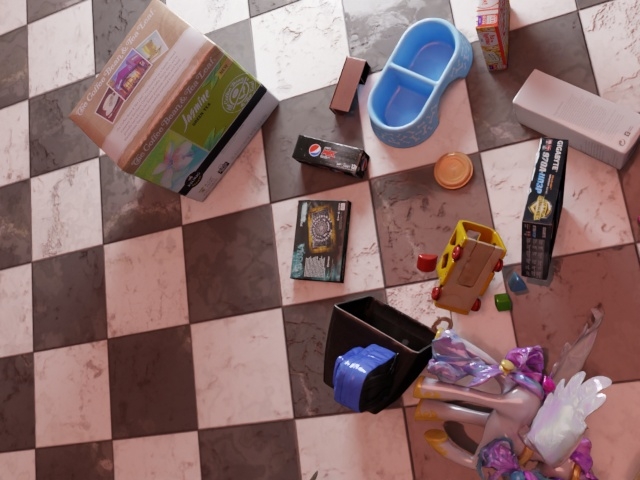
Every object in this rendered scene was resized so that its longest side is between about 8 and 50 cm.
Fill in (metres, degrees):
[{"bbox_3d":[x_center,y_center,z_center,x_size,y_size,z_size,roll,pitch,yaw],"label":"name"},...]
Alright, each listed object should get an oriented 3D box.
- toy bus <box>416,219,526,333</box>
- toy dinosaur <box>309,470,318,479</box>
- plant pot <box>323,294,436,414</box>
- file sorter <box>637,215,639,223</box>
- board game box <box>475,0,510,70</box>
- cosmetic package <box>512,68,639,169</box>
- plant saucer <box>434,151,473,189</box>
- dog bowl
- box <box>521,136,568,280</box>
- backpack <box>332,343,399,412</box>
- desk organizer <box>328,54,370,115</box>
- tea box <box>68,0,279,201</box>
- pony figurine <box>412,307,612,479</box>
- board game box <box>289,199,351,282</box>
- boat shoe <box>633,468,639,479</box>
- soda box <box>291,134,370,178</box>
[{"bbox_3d":[0.284,0.060,1.257,0.202,0.191,0.104,-23,28,13],"label":"toy bus"},{"bbox_3d":[-0.017,0.630,1.290,0.160,0.121,0.314,14,81,12],"label":"toy dinosaur"},{"bbox_3d":[0.111,0.233,1.266,0.187,0.188,0.167,28,105,24],"label":"plant pot"},{"bbox_3d":[0.729,-0.026,1.049,0.290,0.182,0.202,-25,72,16],"label":"file sorter"},{"bbox_3d":[0.351,-0.454,1.277,0.045,0.193,0.147,1,81,23],"label":"board game box"},{"bbox_3d":[0.498,-0.234,1.219,0.231,0.117,0.086,34,94,22],"label":"cosmetic package"},{"bbox_3d":[0.284,-0.150,1.347,0.083,0.013,0.084,-4,80,22],"label":"plant saucer"},{"bbox_3d":[0.211,-0.350,1.381,0.166,0.074,0.297,31,93,24],"label":"dog bowl"},{"bbox_3d":[0.406,-0.052,1.143,0.051,0.220,0.175,10,65,23],"label":"box"},{"bbox_3d":[0.070,0.248,1.123,0.101,0.120,0.098,13,108,29],"label":"backpack"},{"bbox_3d":[0.068,-0.354,1.455,0.050,0.047,0.130,18,88,22],"label":"desk organizer"},{"bbox_3d":[-0.325,-0.305,1.456,0.220,0.323,0.329,41,98,23],"label":"tea box"},{"bbox_3d":[0.358,0.295,1.124,0.363,0.303,0.351,20,120,21],"label":"pony figurine"},{"bbox_3d":[0.000,0.000,1.429,0.126,0.026,0.186,3,82,23],"label":"board game box"},{"bbox_3d":[0.653,0.367,1.056,0.285,0.092,0.103,-44,45,6],"label":"boat shoe"},{"bbox_3d":[0.023,-0.192,1.439,0.168,0.053,0.060,17,87,23],"label":"soda box"}]
